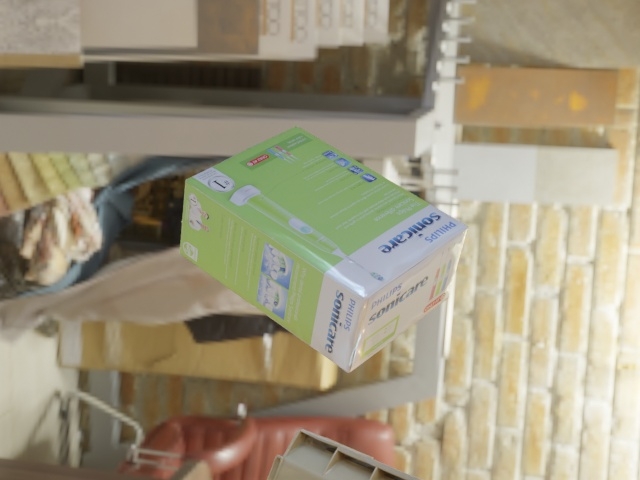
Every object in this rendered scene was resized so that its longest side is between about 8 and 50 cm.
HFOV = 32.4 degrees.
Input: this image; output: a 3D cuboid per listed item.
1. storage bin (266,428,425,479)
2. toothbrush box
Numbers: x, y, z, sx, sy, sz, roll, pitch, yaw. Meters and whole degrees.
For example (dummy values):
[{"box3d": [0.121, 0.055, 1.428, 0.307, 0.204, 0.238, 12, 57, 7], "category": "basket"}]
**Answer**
[{"box3d": [0.044, 0.364, 1.154, 0.123, 0.262, 0.260, 29, 80, -45], "category": "storage bin"}, {"box3d": [0.000, 0.000, 1.344, 0.206, 0.283, 0.122, -32, 143, -41], "category": "toothbrush box"}]
